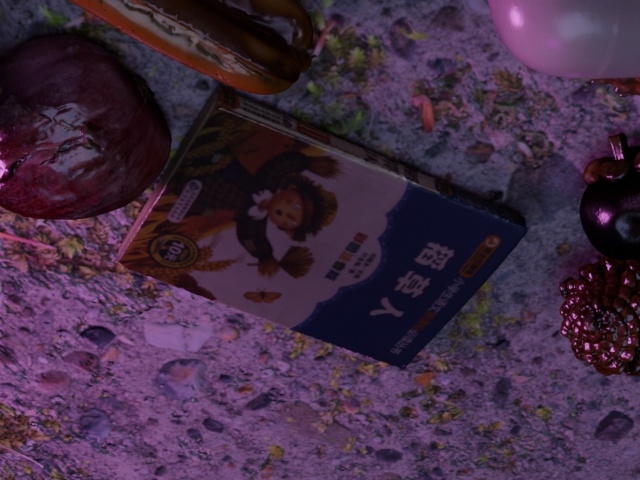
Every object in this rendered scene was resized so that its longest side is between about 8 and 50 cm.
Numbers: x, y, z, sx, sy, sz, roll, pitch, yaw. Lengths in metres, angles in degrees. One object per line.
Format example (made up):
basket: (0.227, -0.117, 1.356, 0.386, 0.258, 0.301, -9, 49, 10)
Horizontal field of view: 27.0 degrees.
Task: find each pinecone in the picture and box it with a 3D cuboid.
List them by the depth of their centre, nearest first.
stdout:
pinecone: (0.388, 0.094, 1.681, 0.174, 0.173, 0.173, 0, 133, 0)

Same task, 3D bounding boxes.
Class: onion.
onion: (-0.315, -0.092, 1.512, 0.284, 0.120, 0.227, -27, 123, 23)

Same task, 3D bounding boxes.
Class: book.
book: (0.000, 0.000, 1.656, 0.428, 0.039, 0.300, 21, 129, -19)

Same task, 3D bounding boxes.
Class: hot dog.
hot dog: (-0.149, -0.247, 1.362, 0.337, 0.135, 0.100, 27, 149, -23)

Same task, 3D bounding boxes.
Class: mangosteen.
mangosteen: (0.369, -0.054, 1.566, 0.137, 0.137, 0.151, -15, 98, 13)

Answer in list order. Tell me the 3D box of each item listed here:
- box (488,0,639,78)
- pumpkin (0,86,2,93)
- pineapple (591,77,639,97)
box: (0.315, -0.287, 1.216, 0.349, 0.288, 0.141, -3, 163, -10)
pumpkin: (-0.417, -0.182, 1.419, 0.217, 0.217, 0.110, -39, 164, 30)
pineapple: (0.261, -0.253, 1.342, 0.361, 0.175, 0.175, 21, 130, -15)
